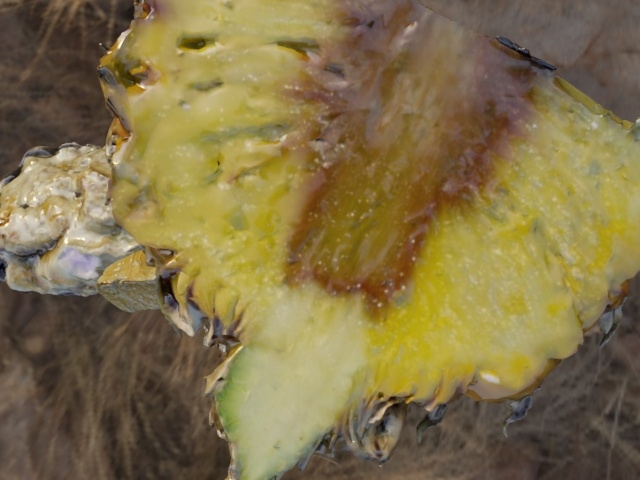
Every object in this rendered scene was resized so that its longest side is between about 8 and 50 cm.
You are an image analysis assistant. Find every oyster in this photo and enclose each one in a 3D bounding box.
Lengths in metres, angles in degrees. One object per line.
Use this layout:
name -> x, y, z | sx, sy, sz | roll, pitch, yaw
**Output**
oyster -> -0.167, -0.042, 1.020 | 0.163, 0.191, 0.081 | 25, 150, 21

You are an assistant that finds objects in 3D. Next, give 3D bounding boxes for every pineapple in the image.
pineapple -> -0.001, 0.003, 0.779 | 0.344, 0.209, 0.286 | 25, 87, -8

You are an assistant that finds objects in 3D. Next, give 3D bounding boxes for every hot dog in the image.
hot dog -> -0.095, 0.021, 0.792 | 0.090, 0.034, 0.030 | -7, 137, 45
